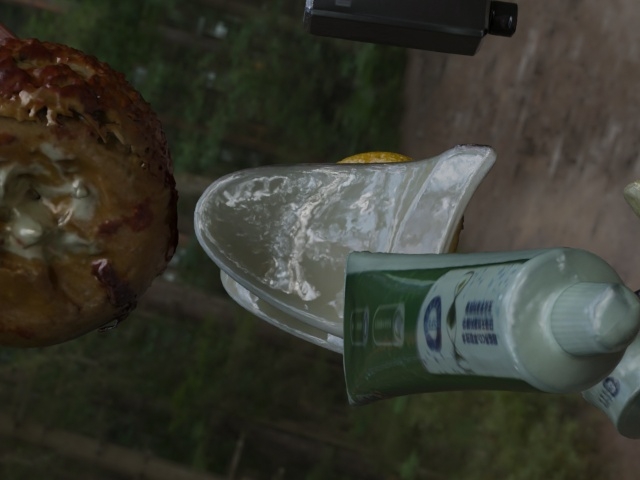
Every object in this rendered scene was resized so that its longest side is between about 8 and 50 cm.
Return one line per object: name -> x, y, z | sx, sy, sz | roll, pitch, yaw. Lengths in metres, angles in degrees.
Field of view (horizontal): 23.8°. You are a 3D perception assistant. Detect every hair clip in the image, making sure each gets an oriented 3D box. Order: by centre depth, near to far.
hair clip -> 0.014, 0.008, 1.246 | 0.113, 0.282, 0.172 | 41, -118, -55

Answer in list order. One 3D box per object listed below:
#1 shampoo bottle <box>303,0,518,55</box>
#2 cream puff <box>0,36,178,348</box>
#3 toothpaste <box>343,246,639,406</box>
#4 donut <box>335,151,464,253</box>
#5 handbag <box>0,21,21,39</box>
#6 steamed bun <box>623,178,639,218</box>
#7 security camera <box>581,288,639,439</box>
shampoo bottle -> 0.106, -0.271, 1.768 | 0.079, 0.246, 0.080 | 103, 174, -78
cream puff -> -0.216, -0.034, 1.077 | 0.164, 0.240, 0.240 | -127, 48, -58
toothpaste -> 0.070, 0.044, 0.789 | 0.392, 0.061, 0.099 | 166, 105, -75
donut -> 0.058, -0.025, 1.524 | 0.078, 0.181, 0.146 | 34, -96, -47
handbag -> -0.376, -0.131, 1.452 | 0.212, 0.157, 0.059 | -49, 11, 2
steamed bun -> 0.513, -0.161, 1.833 | 0.325, 0.230, 0.372 | 24, -90, -55
security camera -> 0.402, 0.194, 1.573 | 0.197, 0.191, 0.277 | 102, 148, -51
